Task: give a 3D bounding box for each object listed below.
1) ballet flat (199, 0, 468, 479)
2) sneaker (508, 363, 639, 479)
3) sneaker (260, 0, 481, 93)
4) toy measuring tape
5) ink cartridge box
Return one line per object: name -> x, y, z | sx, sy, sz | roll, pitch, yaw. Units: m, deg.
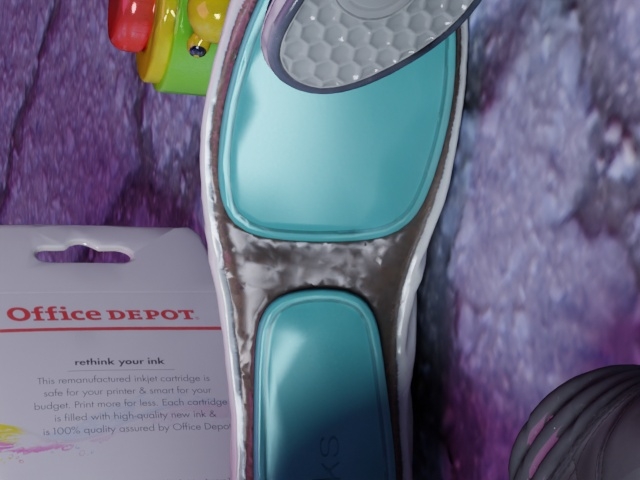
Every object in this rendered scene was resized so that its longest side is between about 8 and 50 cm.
ballet flat -> 0.000, 0.000, 0.965 | 0.139, 0.139, 0.400 | -155, 65, -65
sneaker -> 0.097, 0.178, 0.683 | 0.296, 0.104, 0.147 | -64, 11, 7
sneaker -> 0.032, -0.185, 0.834 | 0.226, 0.086, 0.163 | -50, 38, 7
toy measuring tape -> -0.094, -0.168, 1.192 | 0.330, 0.121, 0.121 | -127, 41, -68
ink cartridge box -> -0.140, 0.144, 1.170 | 0.353, 0.207, 0.119 | -114, 33, -44
